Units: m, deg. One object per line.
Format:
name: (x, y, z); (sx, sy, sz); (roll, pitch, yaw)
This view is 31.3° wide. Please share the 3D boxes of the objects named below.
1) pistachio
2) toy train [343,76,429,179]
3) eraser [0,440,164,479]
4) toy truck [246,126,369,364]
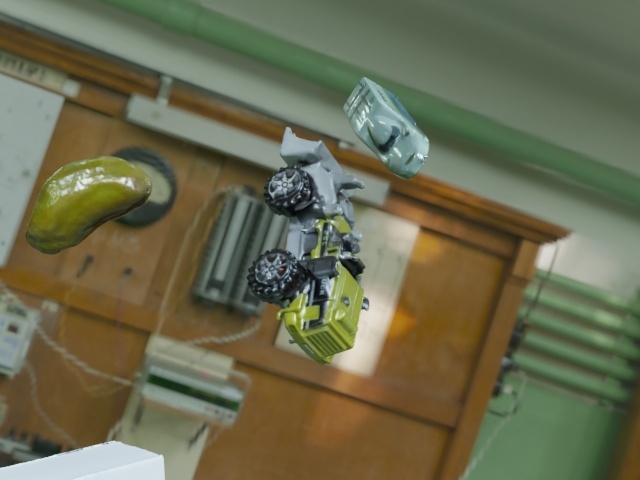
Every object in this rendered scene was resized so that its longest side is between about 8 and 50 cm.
pistachio: (-0.330, -0.060, 1.587); (0.100, 0.189, 0.110); (53, -12, 41)
toy train: (0.068, -0.119, 1.203); (0.051, 0.052, 0.234); (30, 14, -15)
eraser: (-0.270, 0.237, 0.948); (0.298, 0.078, 0.076); (-5, 8, -44)
toy truck: (0.000, 0.000, 1.308); (0.111, 0.285, 0.136); (-11, -37, 22)
